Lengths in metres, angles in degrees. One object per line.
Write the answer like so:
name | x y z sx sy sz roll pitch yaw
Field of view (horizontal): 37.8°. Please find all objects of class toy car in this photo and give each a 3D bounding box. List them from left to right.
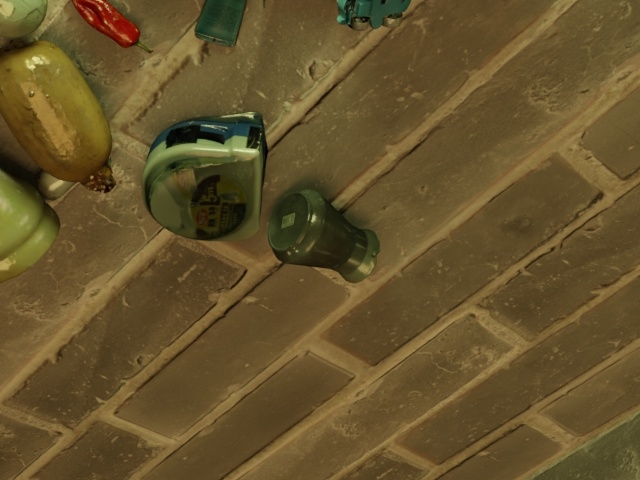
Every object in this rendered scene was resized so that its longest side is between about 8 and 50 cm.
toy car | 0.084 -0.445 1.667 0.161 0.098 0.126 -19 138 -26

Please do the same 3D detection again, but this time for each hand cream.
hand cream | -0.164 -0.450 1.707 0.083 0.048 0.224 12 136 -17

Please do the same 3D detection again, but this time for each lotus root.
lotus root | -0.497 -0.222 1.774 0.169 0.151 0.343 -20 117 12

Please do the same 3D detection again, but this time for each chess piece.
chess piece | -0.725 -0.127 1.812 0.234 0.234 0.442 -20 131 11

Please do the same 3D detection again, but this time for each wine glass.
wine glass | -0.507 -0.146 1.924 0.155 0.072 0.072 -27 130 18

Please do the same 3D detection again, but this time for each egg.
egg | -0.550 -0.429 1.613 0.131 0.131 0.164 -27 123 18

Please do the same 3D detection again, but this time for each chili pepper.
chili pepper | -0.385 -0.401 1.712 0.191 0.050 0.059 35 137 -24

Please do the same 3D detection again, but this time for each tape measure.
tape measure | -0.236 -0.123 1.934 0.262 0.138 0.259 -1 132 -7

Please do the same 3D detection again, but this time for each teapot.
teapot | 0.000 0.000 2.077 0.225 0.171 0.203 26 157 -36

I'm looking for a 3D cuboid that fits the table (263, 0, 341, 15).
table | -0.018 -0.496 1.664 0.146 0.062 0.175 4 135 -11
